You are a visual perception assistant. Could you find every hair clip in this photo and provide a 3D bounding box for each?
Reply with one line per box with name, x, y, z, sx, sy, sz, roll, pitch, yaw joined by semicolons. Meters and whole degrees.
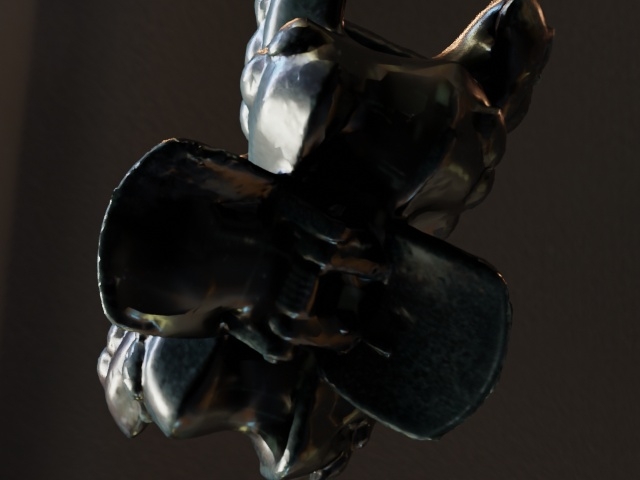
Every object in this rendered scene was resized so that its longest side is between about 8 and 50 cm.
hair clip;0.001;-0.001;0.867;0.194;0.206;0.310;23;-72;-2
